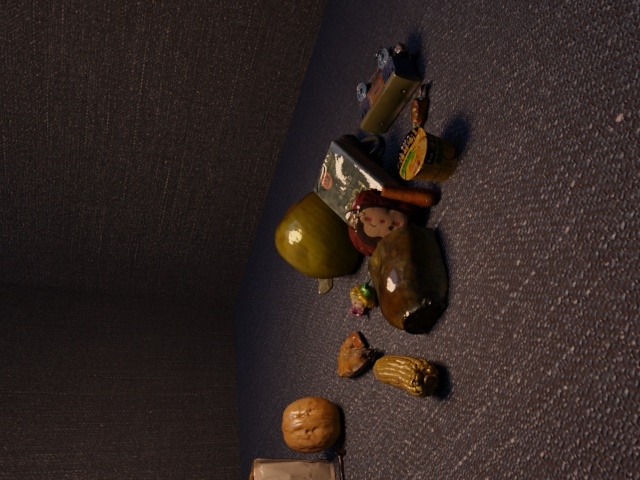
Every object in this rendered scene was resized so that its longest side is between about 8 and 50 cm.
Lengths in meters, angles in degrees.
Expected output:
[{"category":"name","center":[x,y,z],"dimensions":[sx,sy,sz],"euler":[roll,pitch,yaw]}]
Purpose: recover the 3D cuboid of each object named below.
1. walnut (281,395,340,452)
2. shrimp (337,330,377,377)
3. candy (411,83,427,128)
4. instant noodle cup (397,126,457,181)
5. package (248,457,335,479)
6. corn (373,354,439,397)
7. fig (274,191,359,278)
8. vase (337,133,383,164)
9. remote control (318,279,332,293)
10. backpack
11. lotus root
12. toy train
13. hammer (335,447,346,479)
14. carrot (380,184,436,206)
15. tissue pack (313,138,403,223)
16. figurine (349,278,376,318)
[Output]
[{"category":"walnut","center":[-0.035,0.680,1.700],"dimensions":[0.195,0.221,0.196],"euler":[-9,-90,-90]},{"category":"shrimp","center":[0.126,0.391,1.617],"dimensions":[0.317,0.062,0.164],"euler":[130,147,-60]},{"category":"candy","center":[0.314,-0.418,1.479],"dimensions":[0.053,0.046,0.182],"euler":[-174,91,-72]},{"category":"instant noodle cup","center":[0.307,-0.237,1.306],"dimensions":[0.151,0.122,0.152],"euler":[-173,90,-71]},{"category":"package","center":[-0.100,0.914,1.627],"dimensions":[0.165,0.311,0.222],"euler":[-131,54,-69]},{"category":"corn","center":[0.230,0.373,1.285],"dimensions":[0.291,0.101,0.101],"euler":[147,129,-69]},{"category":"fig","center":[0.003,-0.010,1.775],"dimensions":[0.343,0.343,0.344],"euler":[-171,90,-71]},{"category":"vase","center":[0.137,-0.329,1.821],"dimensions":[0.251,0.156,0.301],"euler":[-42,28,19]},{"category":"remote control","center":[0.022,0.097,2.089],"dimensions":[0.123,0.038,0.286],"euler":[131,141,-59]},{"category":"backpack","center":[0.183,-0.045,1.429],"dimensions":[0.139,0.229,0.229],"euler":[-72,5,-56]},{"category":"lotus root","center":[0.230,0.134,1.320],"dimensions":[0.267,0.149,0.260],"euler":[118,154,-49]},{"category":"toy train","center":[0.237,-0.543,1.651],"dimensions":[0.300,0.131,0.202],"euler":[125,141,-53]},{"category":"hammer","center":[0.075,0.827,1.616],"dimensions":[0.065,0.021,0.178],"euler":[127,146,-51]},{"category":"carrot","center":[0.257,-0.132,1.343],"dimensions":[0.055,0.161,0.055],"euler":[8,-90,-88]},{"category":"tissue pack","center":[0.133,-0.171,1.581],"dimensions":[0.315,0.103,0.228],"euler":[44,135,23]},{"category":"figurine","center":[0.151,0.186,1.604],"dimensions":[0.156,0.094,0.115],"euler":[94,-168,-47]}]
